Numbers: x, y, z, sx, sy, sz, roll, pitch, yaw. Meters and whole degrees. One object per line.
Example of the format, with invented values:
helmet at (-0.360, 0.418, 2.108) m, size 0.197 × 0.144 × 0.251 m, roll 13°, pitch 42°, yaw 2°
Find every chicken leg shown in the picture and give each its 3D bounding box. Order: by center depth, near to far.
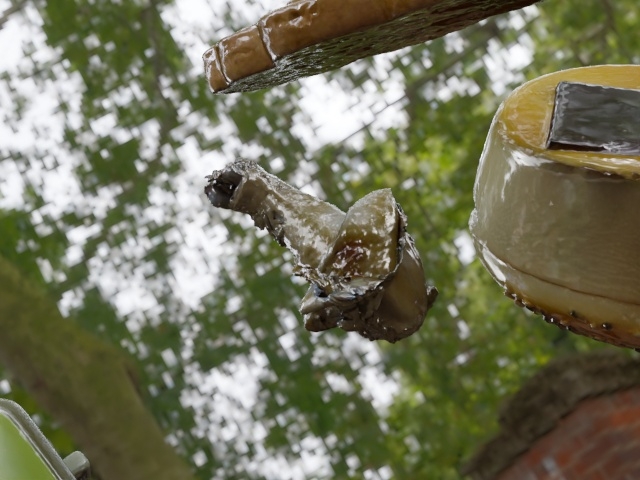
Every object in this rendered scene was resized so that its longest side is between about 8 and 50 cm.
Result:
chicken leg at (0.007, -0.002, 1.184) m, size 0.125 × 0.196 × 0.080 m, roll -17°, pitch -34°, yaw -32°

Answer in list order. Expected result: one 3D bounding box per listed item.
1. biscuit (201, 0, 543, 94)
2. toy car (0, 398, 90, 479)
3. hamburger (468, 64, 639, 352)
biscuit at (0.050, -0.147, 0.966) m, size 0.295 × 0.044 × 0.186 m, roll -14°, pitch -2°, yaw 32°
toy car at (-0.219, 0.192, 0.905) m, size 0.198 × 0.204 × 0.248 m, roll -30°, pitch -27°, yaw -27°
hamburger at (0.257, -0.018, 1.179) m, size 0.300 × 0.300 × 0.176 m, roll -14°, pitch -60°, yaw -33°
